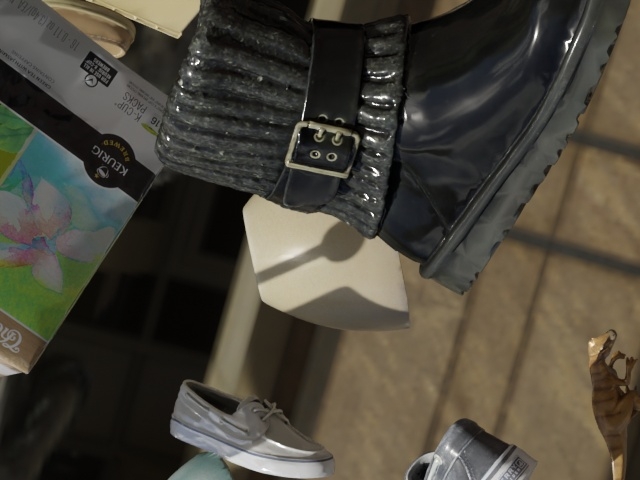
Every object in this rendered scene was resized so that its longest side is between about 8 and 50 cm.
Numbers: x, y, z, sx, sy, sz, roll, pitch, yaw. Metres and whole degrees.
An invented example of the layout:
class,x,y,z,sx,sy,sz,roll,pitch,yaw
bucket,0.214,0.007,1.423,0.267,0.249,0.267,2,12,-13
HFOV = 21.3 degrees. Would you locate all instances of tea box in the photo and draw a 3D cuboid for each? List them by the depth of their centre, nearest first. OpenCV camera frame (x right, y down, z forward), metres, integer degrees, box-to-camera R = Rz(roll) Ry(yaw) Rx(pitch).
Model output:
class,x,y,z,sx,sy,sz,roll,pitch,yaw
tea box,-0.366,-0.079,1.691,0.329,0.323,0.220,36,160,-17

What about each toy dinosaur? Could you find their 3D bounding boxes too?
class,x,y,z,sx,sy,sz,roll,pitch,yaw
toy dinosaur,0.313,0.190,1.806,0.064,0.211,0.112,0,-163,46

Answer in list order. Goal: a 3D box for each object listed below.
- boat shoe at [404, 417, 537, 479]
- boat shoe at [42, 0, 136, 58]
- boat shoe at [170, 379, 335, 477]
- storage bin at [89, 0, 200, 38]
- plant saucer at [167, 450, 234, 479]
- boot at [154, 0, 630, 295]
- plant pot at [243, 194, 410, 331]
class,x,y,z,sx,sy,sz,roll,pitch,yaw
boat shoe,0.131,0.258,1.706,0.102,0.108,0.301,39,158,12
boat shoe,-0.423,-0.266,2.311,0.341,0.110,0.121,2,162,-13
boat shoe,-0.093,0.249,2.264,0.258,0.084,0.095,14,-168,27
storage bin,-0.252,-0.449,2.462,0.260,0.123,0.262,21,145,-23
plant saucer,-0.106,0.244,1.198,0.037,0.195,0.195,10,-174,-22
boot,0.046,-0.129,1.129,0.260,0.348,0.131,27,-143,-2
plant pot,0.000,0.000,2.307,0.191,0.284,0.284,-12,-175,0
